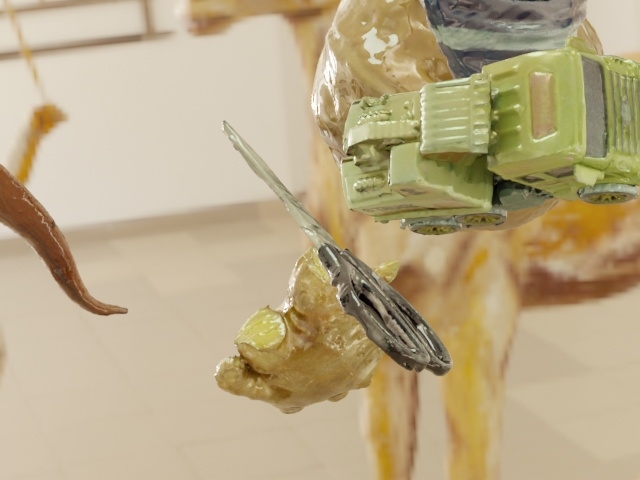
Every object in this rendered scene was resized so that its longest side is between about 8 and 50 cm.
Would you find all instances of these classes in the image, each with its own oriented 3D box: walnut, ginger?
[{"bbox_3d":[0.175,-0.187,2.057,0.384,0.383,0.383,-4,14,1],"label":"walnut"},{"bbox_3d":[0.002,0.089,1.636,0.157,0.216,0.102,34,19,-34],"label":"ginger"}]

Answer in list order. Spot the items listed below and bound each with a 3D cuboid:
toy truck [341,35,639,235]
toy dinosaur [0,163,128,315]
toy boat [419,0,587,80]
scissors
[{"bbox_3d":[0.087,-0.059,0.947,0.191,0.085,0.116,-10,-15,43],"label":"toy truck"},{"bbox_3d":[-0.325,-0.079,1.383,0.432,0.208,0.097,33,47,-7],"label":"toy dinosaur"},{"bbox_3d":[0.132,-0.262,1.194,0.067,0.291,0.220,0,8,39],"label":"toy boat"},{"bbox_3d":[0.000,0.000,1.320,0.300,0.022,0.109,48,16,29],"label":"scissors"}]
